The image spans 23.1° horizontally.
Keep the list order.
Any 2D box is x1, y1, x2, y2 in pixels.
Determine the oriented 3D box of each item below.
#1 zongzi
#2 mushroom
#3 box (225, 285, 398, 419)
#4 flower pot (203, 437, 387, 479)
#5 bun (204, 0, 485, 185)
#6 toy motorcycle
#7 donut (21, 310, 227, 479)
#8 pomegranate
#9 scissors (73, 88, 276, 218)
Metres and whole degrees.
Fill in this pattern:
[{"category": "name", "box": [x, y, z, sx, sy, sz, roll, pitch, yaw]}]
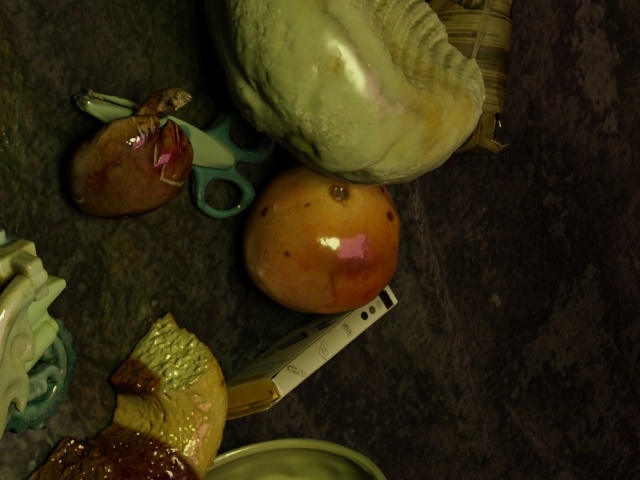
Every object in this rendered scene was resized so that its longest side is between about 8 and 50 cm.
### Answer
[{"category": "zongzi", "box": [0.116, -0.257, 1.959, 0.288, 0.134, 0.286, 8, 85, -38]}, {"category": "mushroom", "box": [-0.187, -0.087, 1.631, 0.135, 0.080, 0.170, 14, 116, -54]}, {"category": "box", "box": [-0.025, 0.133, 1.864, 0.247, 0.129, 0.033, -37, 100, -39]}, {"category": "flower pot", "box": [-0.044, 0.398, 1.765, 0.307, 0.307, 0.244, -35, 129, -39]}, {"category": "bun", "box": [0.004, -0.203, 1.715, 0.219, 0.365, 0.365, -40, 143, 21]}, {"category": "toy motorcycle", "box": [-0.385, 0.128, 1.432, 0.410, 0.169, 0.237, -29, 125, -48]}, {"category": "donut", "box": [-0.191, 0.237, 1.709, 0.295, 0.112, 0.151, -50, 129, -28]}, {"category": "pomegranate", "box": [0.000, -0.004, 1.828, 0.191, 0.191, 0.191, -13, 107, -47]}, {"category": "scissors", "box": [-0.159, -0.113, 1.724, 0.289, 0.041, 0.138, 20, 92, -49]}]
